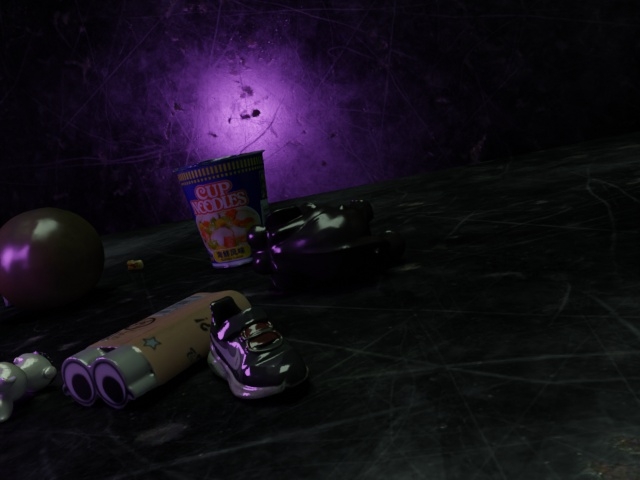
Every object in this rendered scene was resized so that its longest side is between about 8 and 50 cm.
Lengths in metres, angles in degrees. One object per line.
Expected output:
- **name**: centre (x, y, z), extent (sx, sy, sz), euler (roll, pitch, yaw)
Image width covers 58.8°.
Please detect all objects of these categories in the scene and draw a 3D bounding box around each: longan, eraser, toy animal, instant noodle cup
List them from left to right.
- **toy animal**: centre (-0.491, 0.230, 0.916), extent (0.085, 0.071, 0.124), euler (11, 9, 18)
- **longan**: centre (-0.773, 0.054, 1.623), extent (0.319, 0.319, 0.319), euler (-12, 10, 2)
- **eraser**: centre (-0.257, 0.168, 0.939), extent (0.171, 0.087, 0.290), euler (-9, 10, 32)
- **instant noodle cup**: centre (-0.263, -0.092, 1.691), extent (0.284, 0.312, 0.284), euler (-12, 9, 2)

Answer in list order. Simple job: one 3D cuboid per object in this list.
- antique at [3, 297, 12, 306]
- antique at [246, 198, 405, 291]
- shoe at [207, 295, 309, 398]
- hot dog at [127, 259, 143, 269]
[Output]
- **antique**: centre (-0.977, 0.149, 1.855), extent (0.088, 0.086, 0.183), euler (-16, 11, -15)
- **antique**: centre (0.000, 0.000, 1.265), extent (0.322, 0.185, 0.255), euler (-2, 13, 30)
- **shoe**: centre (-0.102, 0.145, 0.803), extent (0.099, 0.112, 0.227), euler (-17, 10, -30)
- **hot dog**: centre (-0.647, 0.086, 1.965), extent (0.090, 0.030, 0.034), euler (-2, 16, 46)
